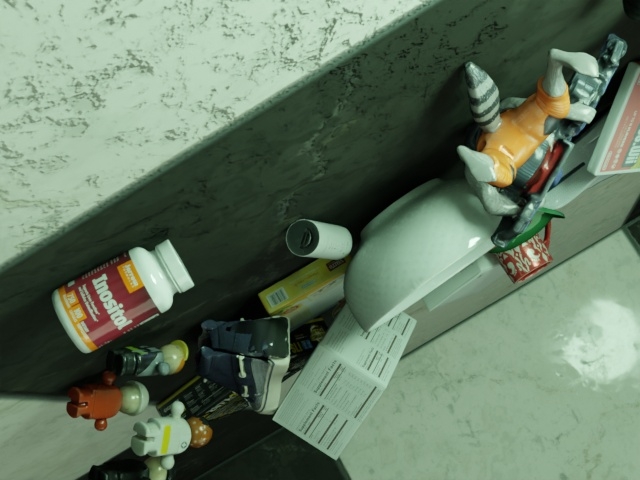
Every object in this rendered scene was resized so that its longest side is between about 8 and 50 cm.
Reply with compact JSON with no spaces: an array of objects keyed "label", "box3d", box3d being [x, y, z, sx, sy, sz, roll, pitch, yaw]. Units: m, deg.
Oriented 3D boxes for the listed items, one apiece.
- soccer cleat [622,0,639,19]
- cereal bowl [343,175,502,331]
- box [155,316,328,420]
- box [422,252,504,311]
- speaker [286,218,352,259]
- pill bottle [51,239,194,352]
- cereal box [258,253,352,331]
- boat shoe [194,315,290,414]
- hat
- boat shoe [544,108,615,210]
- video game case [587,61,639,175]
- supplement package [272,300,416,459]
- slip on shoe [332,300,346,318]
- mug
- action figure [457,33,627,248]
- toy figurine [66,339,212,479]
[{"label":"soccer cleat","box3d":[0.379,-0.321,1.116,0.072,0.060,0.179,-16,156,-13]},{"label":"cereal bowl","box3d":[0.169,0.000,1.559,0.339,0.141,0.339,-34,172,-5]},{"label":"box","box3d":[-0.155,0.287,2.054,0.322,0.079,0.257,-38,162,28]},{"label":"box","box3d":[0.309,0.043,2.054,0.181,0.119,0.182,-14,159,-45]},{"label":"speaker","box3d":[0.000,0.000,1.438,0.055,0.055,0.136,-35,165,17]},{"label":"pill bottle","box3d":[-0.232,0.062,1.137,0.152,0.086,0.086,-29,165,-6]},{"label":"cereal box","box3d":[-0.013,0.093,1.736,0.173,0.047,0.240,-30,166,-3]},{"label":"boat shoe","box3d":[-0.148,0.223,1.728,0.158,0.127,0.340,3,150,-7]},{"label":"hat","box3d":[0.329,0.019,1.778,0.173,0.208,0.184,11,92,-71]},{"label":"boat shoe","box3d":[0.532,-0.176,1.812,0.335,0.121,0.119,-30,-176,12]},{"label":"video game case","box3d":[0.603,-0.213,1.668,0.285,0.025,0.204,-7,126,-31]},{"label":"supplement package","box3d":[0.050,0.246,1.840,0.204,0.145,0.262,-60,176,28]},{"label":"slip on shoe","box3d":[0.088,0.134,2.070,0.135,0.051,0.041,-37,163,-5]},{"label":"mug","box3d":[0.398,-0.016,1.925,0.150,0.169,0.113,-34,164,15]},{"label":"action figure","box3d":[0.280,-0.177,1.314,0.341,0.178,0.330,-59,172,-4]},{"label":"toy figurine","box3d":[-0.280,0.280,1.523,0.148,0.213,0.209,5,139,-46]}]
